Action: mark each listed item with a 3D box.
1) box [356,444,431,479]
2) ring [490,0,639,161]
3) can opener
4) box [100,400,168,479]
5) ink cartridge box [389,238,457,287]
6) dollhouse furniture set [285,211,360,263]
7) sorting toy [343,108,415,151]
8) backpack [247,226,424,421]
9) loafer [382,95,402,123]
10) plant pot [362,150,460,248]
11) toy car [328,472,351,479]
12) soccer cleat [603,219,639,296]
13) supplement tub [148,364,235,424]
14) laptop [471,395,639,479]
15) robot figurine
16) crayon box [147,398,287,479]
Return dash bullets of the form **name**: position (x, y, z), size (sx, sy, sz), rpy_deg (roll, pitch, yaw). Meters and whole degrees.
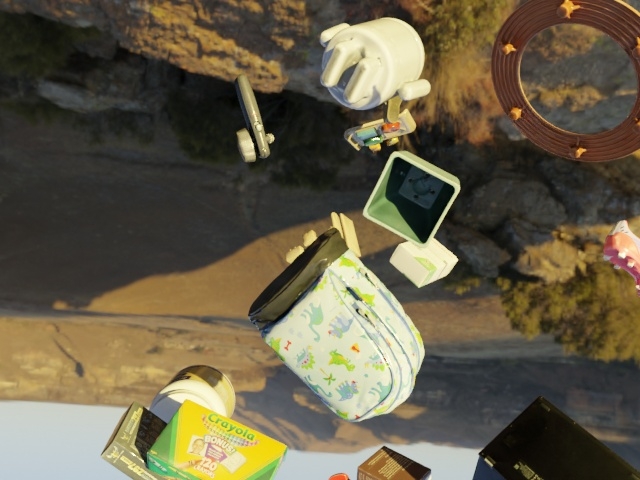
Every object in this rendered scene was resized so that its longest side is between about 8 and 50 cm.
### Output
- **box**: position (0.249, 0.851, 2.123), size (0.203, 0.167, 0.168), rpy_deg (17, -157, 38)
- **ring**: position (0.450, -0.279, 1.104), size (0.336, 0.032, 0.336), rpy_deg (35, 149, 24)
- **can opener**: position (-0.148, -0.263, 1.320), size (0.073, 0.186, 0.059), rpy_deg (-15, -170, -30)
- **box**: position (-0.437, 0.520, 1.554), size (0.183, 0.059, 0.233), rpy_deg (40, -177, -10)
- **ink cartridge box**: position (0.393, 0.075, 2.334), size (0.219, 0.160, 0.092), rpy_deg (-13, 140, -49)
- **dollhouse furniture set**: position (0.000, 0.000, 1.712), size (0.151, 0.123, 0.144), rpy_deg (-30, 140, 25)
- **sorting toy**: position (0.225, -0.369, 2.178), size (0.229, 0.041, 0.307), rpy_deg (-18, 170, 15)
- **backpack**: position (0.050, 0.204, 1.308), size (0.355, 0.273, 0.290), rpy_deg (43, 113, -11)
- **loafer**: position (0.216, -0.422, 1.886), size (0.056, 0.148, 0.050), rpy_deg (24, 159, -27)
- **plant pot**: position (0.331, -0.164, 2.121), size (0.247, 0.248, 0.252), rpy_deg (30, -156, 9)
- **toy car**: position (0.072, 0.733, 1.564), size (0.239, 0.225, 0.053), rpy_deg (38, -173, 8)
- **soccer cleat**: position (0.720, 0.056, 1.366), size (0.248, 0.095, 0.083), rpy_deg (36, 160, -21)
- **supplement tub**: position (-0.403, 0.538, 1.935), size (0.241, 0.241, 0.331), rpy_deg (5, 180, -1)
- **laptop**: position (0.641, 0.737, 1.730), size (0.382, 0.408, 0.236), rpy_deg (39, 165, 48)
- **robot figurine**: position (0.139, -0.450, 1.560), size (0.300, 0.353, 0.200), rpy_deg (40, 128, 8)
- **crayon box**: position (-0.237, 0.504, 1.431), size (0.278, 0.165, 0.081), rpy_deg (21, 131, 11)
